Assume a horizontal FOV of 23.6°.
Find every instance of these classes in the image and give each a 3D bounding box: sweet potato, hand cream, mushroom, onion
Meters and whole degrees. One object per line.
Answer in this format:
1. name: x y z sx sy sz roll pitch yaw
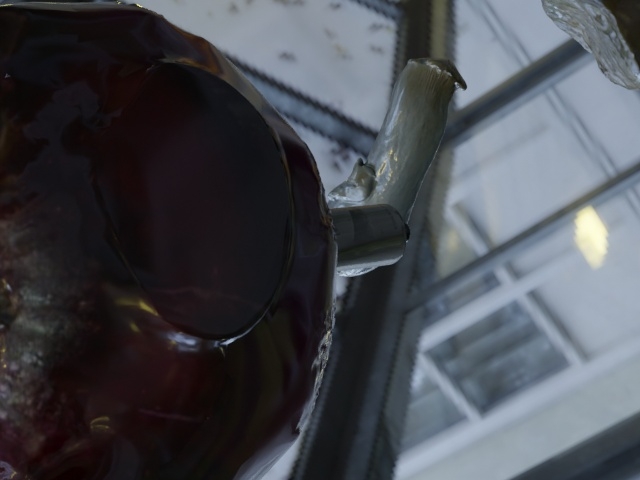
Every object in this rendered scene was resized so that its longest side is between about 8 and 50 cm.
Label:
1. sweet potato: 0.307 -0.333 1.543 0.158 0.158 0.369 19 -102 -56
2. hand cream: 0.000 0.000 1.338 0.186 0.054 0.087 -6 -134 -35
3. mushroom: 0.077 -0.077 1.679 0.099 0.278 0.096 26 -154 0
4. onion: -0.174 0.045 1.088 0.398 0.398 0.420 61 179 8
